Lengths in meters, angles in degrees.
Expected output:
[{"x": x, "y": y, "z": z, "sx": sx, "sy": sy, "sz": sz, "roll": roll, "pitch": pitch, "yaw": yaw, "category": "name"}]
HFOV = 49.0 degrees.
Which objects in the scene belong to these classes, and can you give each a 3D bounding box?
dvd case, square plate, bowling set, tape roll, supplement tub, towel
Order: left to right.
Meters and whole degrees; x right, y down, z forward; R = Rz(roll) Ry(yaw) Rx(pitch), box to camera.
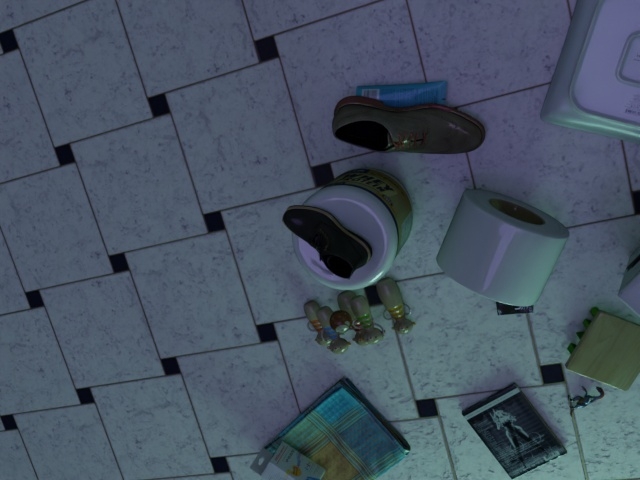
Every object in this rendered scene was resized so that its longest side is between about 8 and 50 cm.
[{"x": 0.034, "y": 0.580, "z": 1.937, "sx": 0.271, "sy": 0.040, "sz": 0.370, "roll": 46, "pitch": 113, "yaw": 1, "category": "towel"}, {"x": 0.071, "y": 0.220, "z": 1.740, "sx": 0.286, "sy": 0.200, "sz": 0.154, "roll": -19, "pitch": 101, "yaw": 25, "category": "bowling set"}, {"x": 0.086, "y": -0.039, "z": 1.587, "sx": 0.228, "sy": 0.316, "sz": 0.229, "roll": 5, "pitch": 107, "yaw": 15, "category": "supplement tub"}, {"x": 0.398, "y": 0.011, "z": 1.546, "sx": 0.246, "sy": 0.246, "sz": 0.169, "roll": 23, "pitch": 112, "yaw": 9, "category": "tape roll"}, {"x": 0.489, "y": 0.484, "z": 1.780, "sx": 0.164, "sy": 0.018, "sz": 0.221, "roll": -36, "pitch": 94, "yaw": 24, "category": "dvd case"}, {"x": 0.677, "y": -0.370, "z": 1.455, "sx": 0.347, "sy": 0.049, "sz": 0.344, "roll": 17, "pitch": 110, "yaw": 12, "category": "square plate"}]

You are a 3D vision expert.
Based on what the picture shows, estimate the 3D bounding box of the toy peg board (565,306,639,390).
[{"x": 0.669, "y": 0.241, "z": 1.633, "sx": 0.160, "sy": 0.079, "sz": 0.161, "roll": 20, "pitch": 112, "yaw": -6, "category": "toy peg board"}]

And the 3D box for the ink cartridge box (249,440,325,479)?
[{"x": -0.089, "y": 0.623, "z": 1.914, "sx": 0.181, "sy": 0.104, "sz": 0.062, "roll": 32, "pitch": 114, "yaw": 6, "category": "ink cartridge box"}]

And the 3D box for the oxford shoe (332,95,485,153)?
[{"x": 0.194, "y": -0.232, "z": 1.578, "sx": 0.347, "sy": 0.130, "sz": 0.123, "roll": 7, "pitch": 129, "yaw": 7, "category": "oxford shoe"}]

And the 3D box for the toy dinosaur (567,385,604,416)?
[{"x": 0.644, "y": 0.383, "z": 1.703, "sx": 0.082, "sy": 0.047, "sz": 0.090, "roll": -9, "pitch": 136, "yaw": 10, "category": "toy dinosaur"}]

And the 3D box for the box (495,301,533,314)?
[{"x": 0.459, "y": 0.139, "z": 1.668, "sx": 0.083, "sy": 0.052, "sz": 0.062, "roll": -7, "pitch": 102, "yaw": 20, "category": "box"}]

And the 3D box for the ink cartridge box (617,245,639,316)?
[{"x": 0.754, "y": 0.109, "z": 1.363, "sx": 0.285, "sy": 0.395, "sz": 0.166, "roll": 45, "pitch": 115, "yaw": 13, "category": "ink cartridge box"}]

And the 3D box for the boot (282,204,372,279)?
[{"x": 0.000, "y": 0.000, "z": 1.378, "sx": 0.197, "sy": 0.137, "sz": 0.077, "roll": 25, "pitch": 111, "yaw": 10, "category": "boot"}]

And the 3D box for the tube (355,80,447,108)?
[{"x": 0.185, "y": -0.329, "z": 1.620, "sx": 0.206, "sy": 0.052, "sz": 0.080, "roll": 3, "pitch": 122, "yaw": 12, "category": "tube"}]
